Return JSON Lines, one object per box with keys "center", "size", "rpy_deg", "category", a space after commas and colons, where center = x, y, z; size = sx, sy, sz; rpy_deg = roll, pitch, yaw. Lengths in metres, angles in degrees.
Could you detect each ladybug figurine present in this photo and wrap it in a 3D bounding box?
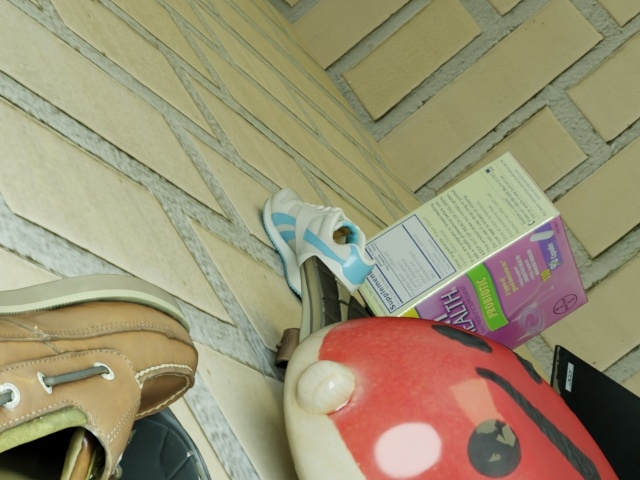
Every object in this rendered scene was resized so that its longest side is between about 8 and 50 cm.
{"center": [0.132, 0.206, 1.182], "size": [0.449, 0.162, 0.305], "rpy_deg": [42, 26, -45], "category": "ladybug figurine"}

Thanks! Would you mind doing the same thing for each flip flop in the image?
{"center": [-0.001, 0.116, 1.328], "size": [0.112, 0.080, 0.277], "rpy_deg": [47, 25, -32], "category": "flip flop"}

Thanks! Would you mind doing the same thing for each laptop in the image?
{"center": [0.281, 0.285, 1.624], "size": [0.264, 0.136, 0.234], "rpy_deg": [101, 2, -61], "category": "laptop"}

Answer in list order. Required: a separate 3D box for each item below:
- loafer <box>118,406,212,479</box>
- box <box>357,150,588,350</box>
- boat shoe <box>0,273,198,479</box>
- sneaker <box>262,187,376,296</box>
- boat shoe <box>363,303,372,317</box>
{"center": [-0.094, 0.127, 0.847], "size": [0.170, 0.062, 0.061], "rpy_deg": [58, 6, 31], "category": "loafer"}
{"center": [0.178, 0.049, 1.787], "size": [0.117, 0.243, 0.213], "rpy_deg": [57, -2, 37], "category": "box"}
{"center": [-0.142, 0.082, 0.680], "size": [0.104, 0.111, 0.307], "rpy_deg": [58, 20, 17], "category": "boat shoe"}
{"center": [0.000, 0.000, 1.711], "size": [0.087, 0.092, 0.228], "rpy_deg": [43, 11, -33], "category": "sneaker"}
{"center": [0.086, 0.086, 1.929], "size": [0.042, 0.049, 0.133], "rpy_deg": [45, 3, 12], "category": "boat shoe"}
